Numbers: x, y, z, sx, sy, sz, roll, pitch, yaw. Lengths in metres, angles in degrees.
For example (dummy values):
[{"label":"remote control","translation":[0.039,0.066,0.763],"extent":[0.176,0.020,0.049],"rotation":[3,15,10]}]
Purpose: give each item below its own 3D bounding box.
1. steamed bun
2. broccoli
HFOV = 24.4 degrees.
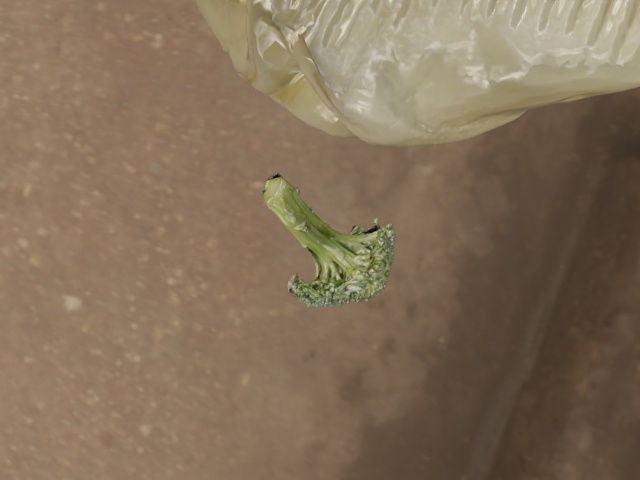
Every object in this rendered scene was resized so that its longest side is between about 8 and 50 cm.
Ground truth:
[{"label":"steamed bun","translation":[0.062,-0.209,0.947],"extent":[0.324,0.219,0.310],"rotation":[-12,81,-16]},{"label":"broccoli","translation":[0.001,-0.002,1.682],"extent":[0.204,0.122,0.118],"rotation":[42,58,-39]}]
